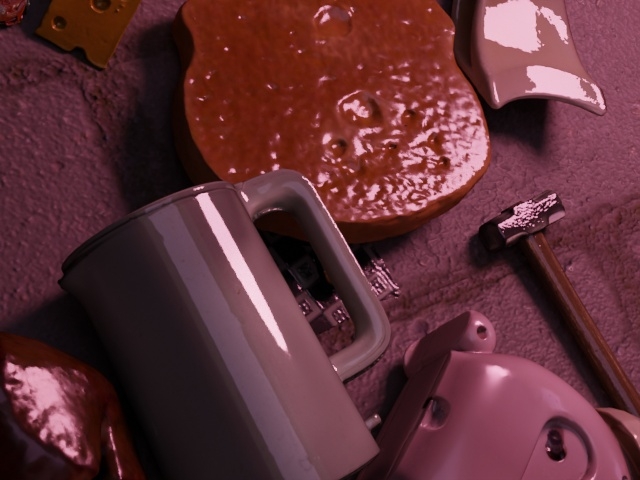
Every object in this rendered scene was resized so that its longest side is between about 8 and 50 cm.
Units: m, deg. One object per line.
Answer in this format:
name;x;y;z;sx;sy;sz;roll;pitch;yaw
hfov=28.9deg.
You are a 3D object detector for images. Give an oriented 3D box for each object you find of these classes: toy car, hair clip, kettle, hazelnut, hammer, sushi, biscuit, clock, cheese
toy car;-0.352;-0.299;1.391;0.059;0.035;0.122;10;64;-23
hair clip;0.252;-0.281;1.610;0.172;0.113;0.282;0;75;-23
kettle;-0.076;0.107;1.230;0.265;0.205;0.318;-30;82;8
hazelnut;-0.280;0.199;1.136;0.251;0.217;0.217;53;57;-22
hammer;0.327;0.114;1.523;0.111;0.043;0.365;-27;84;-31
sushi;0.000;0.000;1.427;0.139;0.031;0.201;-27;82;-30
biscuit;0.008;-0.162;1.465;0.385;0.062;0.365;-2;64;-22
clock;0.204;0.282;1.330;0.325;0.184;0.342;37;65;-11
cheese;-0.248;-0.289;1.412;0.093;0.126;0.171;28;80;-18
